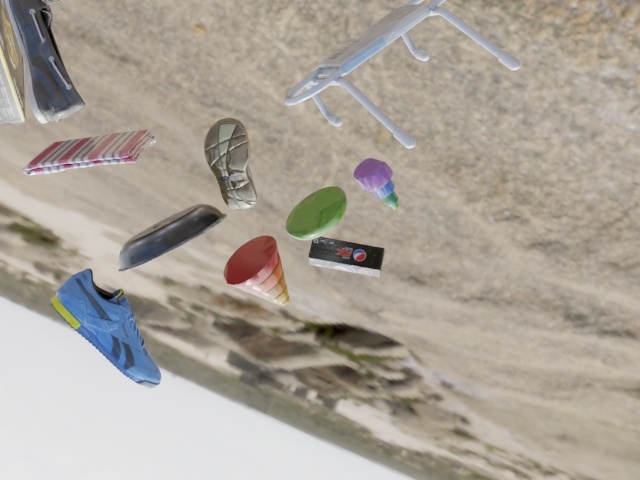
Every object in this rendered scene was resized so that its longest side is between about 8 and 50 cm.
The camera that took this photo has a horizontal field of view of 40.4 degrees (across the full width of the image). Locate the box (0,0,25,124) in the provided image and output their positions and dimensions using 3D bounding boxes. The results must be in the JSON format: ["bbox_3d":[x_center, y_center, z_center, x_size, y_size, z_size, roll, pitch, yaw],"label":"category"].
[{"bbox_3d":[-0.744,-0.465,1.983,0.079,0.257,0.322,-9,148,-10],"label":"box"}]

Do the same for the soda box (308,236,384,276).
[{"bbox_3d":[0.060,0.037,1.993,0.169,0.060,0.053,10,161,6],"label":"soda box"}]

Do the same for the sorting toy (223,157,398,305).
[{"bbox_3d":[0.000,0.000,1.609,0.126,0.366,0.127,53,180,-29],"label":"sorting toy"}]

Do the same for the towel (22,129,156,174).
[{"bbox_3d":[-0.391,-0.147,1.485,0.197,0.029,0.144,-6,-159,8],"label":"towel"}]

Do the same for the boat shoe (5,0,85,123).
[{"bbox_3d":[-0.538,-0.389,1.700,0.096,0.335,0.112,-16,169,-2],"label":"boat shoe"}]

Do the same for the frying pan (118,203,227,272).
[{"bbox_3d":[-0.260,-0.012,1.473,0.053,0.197,0.326,63,170,-11],"label":"frying pan"}]

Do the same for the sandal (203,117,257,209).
[{"bbox_3d":[-0.136,-0.123,1.361,0.072,0.049,0.180,-3,137,7],"label":"sandal"}]

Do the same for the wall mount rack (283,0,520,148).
[{"bbox_3d":[0.126,-0.269,1.368,0.130,0.350,0.304,56,169,-22],"label":"wall mount rack"}]

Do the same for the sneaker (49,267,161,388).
[{"bbox_3d":[-0.287,0.127,1.246,0.209,0.082,0.069,50,173,-23],"label":"sneaker"}]
